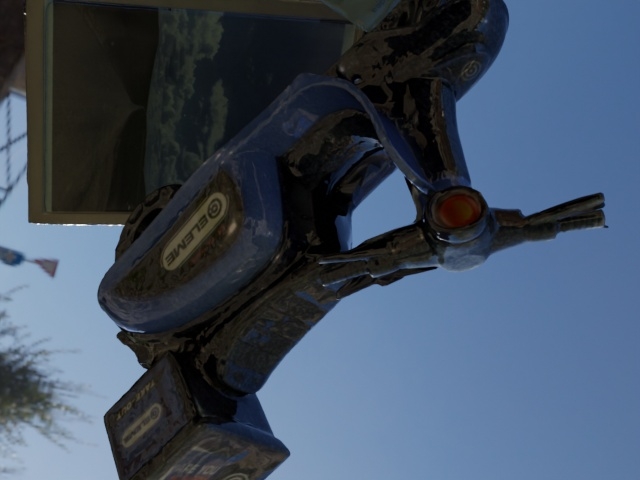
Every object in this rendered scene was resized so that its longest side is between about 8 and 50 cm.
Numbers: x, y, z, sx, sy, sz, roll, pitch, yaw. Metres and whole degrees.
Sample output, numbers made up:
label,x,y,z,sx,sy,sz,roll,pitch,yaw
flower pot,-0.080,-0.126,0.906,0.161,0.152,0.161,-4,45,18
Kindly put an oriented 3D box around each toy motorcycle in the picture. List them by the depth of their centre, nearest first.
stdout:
label,x,y,z,sx,sy,sz,roll,pitch,yaw
toy motorcycle,0.000,0.000,0.564,0.358,0.125,0.213,-45,-134,16

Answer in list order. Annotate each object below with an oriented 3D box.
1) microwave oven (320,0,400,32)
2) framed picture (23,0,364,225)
label,x,y,z,sx,sy,sz,roll,pitch,yaw
microwave oven,0.030,-0.233,0.413,0.208,0.122,0.162,-43,-134,26
framed picture,-0.092,-0.098,0.689,0.023,0.259,0.189,-123,-142,-59
